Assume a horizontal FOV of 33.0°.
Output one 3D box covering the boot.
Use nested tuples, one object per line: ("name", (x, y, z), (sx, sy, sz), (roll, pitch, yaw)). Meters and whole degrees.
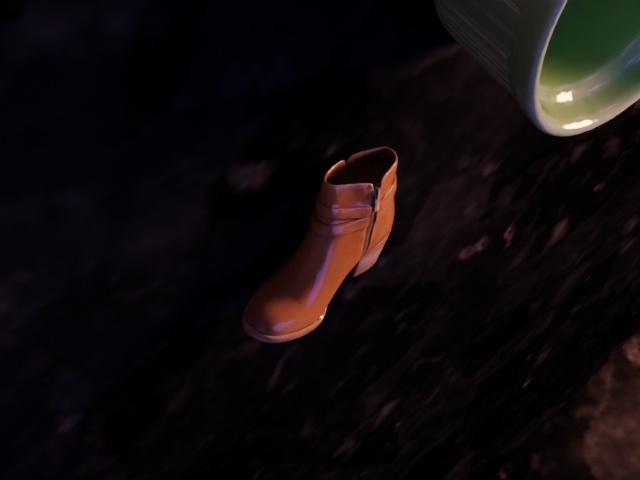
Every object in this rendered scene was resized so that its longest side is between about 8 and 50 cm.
("boot", (0.000, 0.000, 1.051), (0.197, 0.073, 0.152), (-41, 156, -34))

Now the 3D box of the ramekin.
("ramekin", (0.240, -0.255, 0.944), (0.303, 0.148, 0.303), (-33, 150, -22))
